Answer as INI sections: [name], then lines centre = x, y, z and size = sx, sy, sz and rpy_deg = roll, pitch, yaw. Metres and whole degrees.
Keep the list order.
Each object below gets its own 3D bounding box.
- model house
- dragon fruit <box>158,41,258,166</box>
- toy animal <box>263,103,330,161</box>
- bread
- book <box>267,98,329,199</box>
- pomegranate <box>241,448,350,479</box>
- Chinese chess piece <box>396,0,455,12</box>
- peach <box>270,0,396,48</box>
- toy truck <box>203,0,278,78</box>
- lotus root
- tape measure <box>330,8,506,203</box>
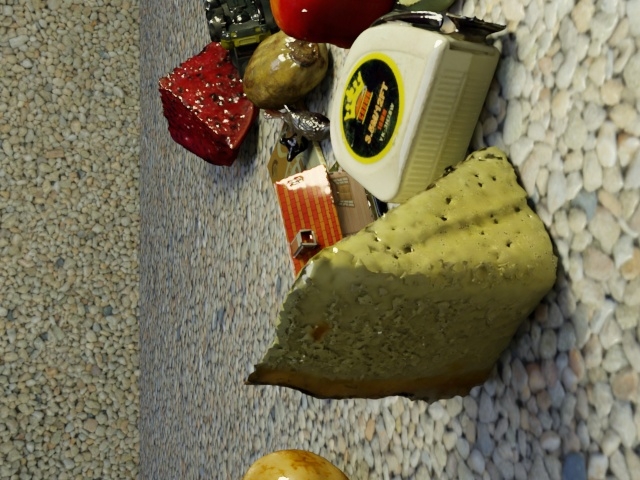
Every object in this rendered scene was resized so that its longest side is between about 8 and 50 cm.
[model house]
centre = 0.001, 0.001, 1.386
size = 0.207, 0.154, 0.293
rpy_deg = 134, 129, -56
[dragon fruit]
centre = -0.296, -0.325, 2.036
size = 0.330, 0.240, 0.302
rpy_deg = -25, 46, 57
[toy animal]
centre = -0.018, -0.205, 1.560
size = 0.202, 0.070, 0.105
rpy_deg = 4, 125, 48
[bread]
centre = 0.084, 0.029, 1.025
size = 0.248, 0.315, 0.279
rpy_deg = 118, 156, -44
[book]
centre = -0.041, -0.120, 1.685
size = 0.208, 0.020, 0.295
rpy_deg = 115, 148, -42
[pomegranate]
centre = -0.039, 0.461, 1.381
size = 0.248, 0.248, 0.248
rpy_deg = -178, 90, -67
[Chinese chess piece]
centre = 0.152, -0.390, 1.186
size = 0.144, 0.059, 0.144
rpy_deg = -179, 90, -67
[peach]
centre = 0.027, -0.415, 1.314
size = 0.243, 0.200, 0.243
rpy_deg = -161, 90, -88
[toy truck]
centre = -0.176, -0.470, 1.902
size = 0.224, 0.147, 0.165
rpy_deg = -111, 9, -48
[lotus root]
centre = -0.076, -0.319, 1.626
size = 0.145, 0.128, 0.260
rpy_deg = -57, 16, -22
[tape measure]
centre = 0.123, -0.205, 1.163
size = 0.231, 0.133, 0.271
rpy_deg = 49, 131, 48
